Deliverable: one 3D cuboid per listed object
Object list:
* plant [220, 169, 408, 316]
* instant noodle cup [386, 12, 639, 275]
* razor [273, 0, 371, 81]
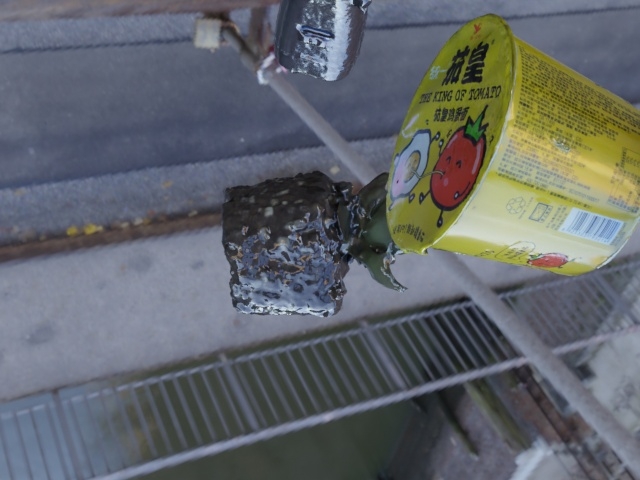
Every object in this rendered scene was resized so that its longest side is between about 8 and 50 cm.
[{"bbox_3d":[0.000,0.000,1.464,0.312,0.213,0.215,-10,115,-1],"label":"plant"},{"bbox_3d":[0.152,-0.057,0.678,0.144,0.182,0.182,18,125,-17],"label":"instant noodle cup"},{"bbox_3d":[0.007,-0.460,1.854,0.189,0.107,0.327,15,154,-3],"label":"razor"}]
